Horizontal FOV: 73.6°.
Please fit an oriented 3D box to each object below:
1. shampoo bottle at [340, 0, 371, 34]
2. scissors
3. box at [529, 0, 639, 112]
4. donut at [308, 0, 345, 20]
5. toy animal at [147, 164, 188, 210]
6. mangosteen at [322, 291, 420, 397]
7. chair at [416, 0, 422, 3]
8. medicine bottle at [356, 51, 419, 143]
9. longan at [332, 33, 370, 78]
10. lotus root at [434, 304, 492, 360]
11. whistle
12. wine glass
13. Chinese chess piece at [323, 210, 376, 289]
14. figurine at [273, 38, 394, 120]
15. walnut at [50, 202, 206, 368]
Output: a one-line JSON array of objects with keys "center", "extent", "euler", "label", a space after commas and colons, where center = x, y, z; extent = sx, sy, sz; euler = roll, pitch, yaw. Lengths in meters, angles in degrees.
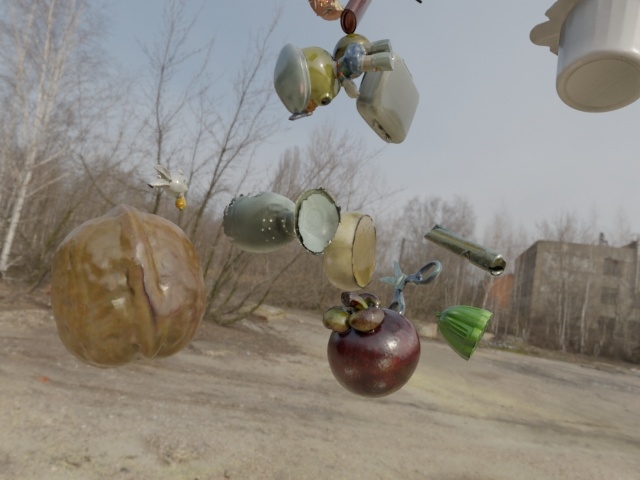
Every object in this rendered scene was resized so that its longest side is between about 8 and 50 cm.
[{"center": [0.149, -0.893, 1.602], "extent": [0.064, 0.260, 0.102], "euler": [18, -27, 15], "label": "shampoo bottle"}, {"center": [0.268, 0.138, 1.437], "extent": [0.029, 0.256, 0.383], "euler": [38, 6, -8], "label": "scissors"}, {"center": [0.621, -0.427, 0.971], "extent": [0.291, 0.207, 0.262], "euler": [8, -26, 28], "label": "box"}, {"center": [0.024, -1.104, 1.897], "extent": [0.198, 0.233, 0.085], "euler": [10, 26, 31], "label": "donut"}, {"center": [-0.495, -0.174, 1.401], "extent": [0.127, 0.131, 0.181], "euler": [13, 4, -20], "label": "toy animal"}, {"center": [0.104, 0.224, 0.973], "extent": [0.258, 0.215, 0.215], "euler": [58, -25, -16], "label": "mangosteen"}, {"center": [0.354, -1.067, 1.652], "extent": [0.259, 0.142, 0.154], "euler": [14, -4, -30], "label": "chair"}, {"center": [0.268, -0.546, 1.667], "extent": [0.122, 0.283, 0.375], "euler": [21, 1, 29], "label": "medicine bottle"}, {"center": [0.126, -0.680, 1.591], "extent": [0.176, 0.145, 0.154], "euler": [9, -19, -34], "label": "longan"}, {"center": [0.462, 0.287, 1.442], "extent": [0.186, 0.186, 0.186], "euler": [9, -6, 1], "label": "lotus root"}, {"center": [0.447, 0.021, 1.356], "extent": [0.057, 0.068, 0.326], "euler": [36, 2, -30], "label": "whistle"}, {"center": [-0.121, -0.052, 1.210], "extent": [0.356, 0.191, 0.190], "euler": [5, -8, 45], "label": "wine glass"}, {"center": [0.101, 0.033, 1.380], "extent": [0.104, 0.258, 0.257], "euler": [4, -8, 24], "label": "Chinese chess piece"}, {"center": [0.027, -0.541, 1.311], "extent": [0.381, 0.225, 0.205], "euler": [-22, -25, 14], "label": "figurine"}, {"center": [-0.405, 0.092, 0.921], "extent": [0.305, 0.345, 0.306], "euler": [-4, 0, 0], "label": "walnut"}]
